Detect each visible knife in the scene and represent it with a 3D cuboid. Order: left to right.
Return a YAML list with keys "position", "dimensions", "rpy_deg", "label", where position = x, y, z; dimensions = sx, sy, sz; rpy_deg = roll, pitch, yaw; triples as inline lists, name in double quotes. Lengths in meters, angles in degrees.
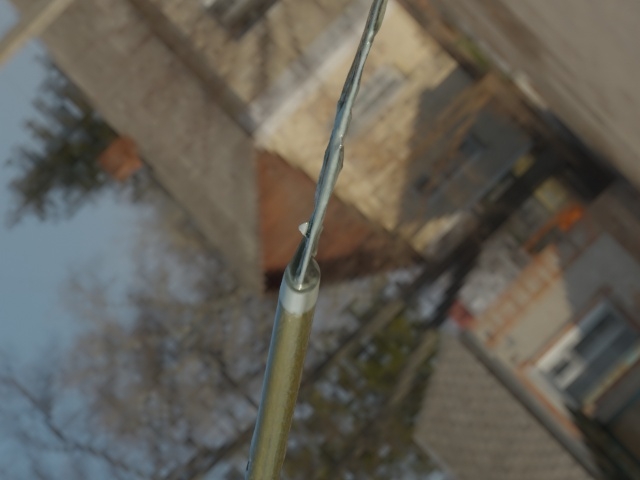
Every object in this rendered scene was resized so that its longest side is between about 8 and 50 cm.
- position: [-0.003, -0.001, 0.768]
  dimensions: [0.017, 0.298, 0.047]
  rpy_deg: [16, -136, 4]
  label: "knife"
